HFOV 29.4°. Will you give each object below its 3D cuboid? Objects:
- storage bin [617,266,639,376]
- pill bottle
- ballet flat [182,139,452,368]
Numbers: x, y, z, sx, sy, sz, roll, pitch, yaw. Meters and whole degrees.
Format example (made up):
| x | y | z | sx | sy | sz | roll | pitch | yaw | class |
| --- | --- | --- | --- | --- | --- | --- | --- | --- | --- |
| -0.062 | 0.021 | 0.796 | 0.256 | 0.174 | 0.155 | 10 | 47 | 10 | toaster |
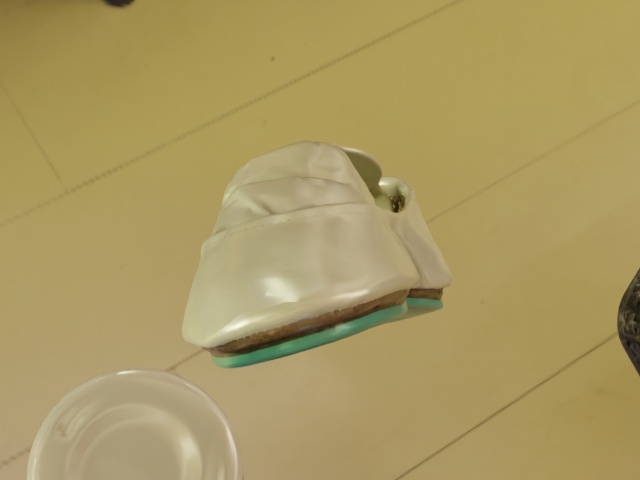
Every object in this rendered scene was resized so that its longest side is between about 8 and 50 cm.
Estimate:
| x | y | z | sx | sy | sz | roll | pitch | yaw | class |
| --- | --- | --- | --- | --- | --- | --- | --- | --- | --- |
| 0.261 | 0.067 | 0.708 | 0.122 | 0.084 | 0.180 | -52 | 123 | -28 | storage bin |
| -0.084 | 0.123 | 0.600 | 0.094 | 0.169 | 0.094 | 1 | 73 | -3 | pill bottle |
| 0.000 | 0.000 | 0.781 | 0.139 | 0.400 | 0.139 | 0 | 90 | 14 | ballet flat |
